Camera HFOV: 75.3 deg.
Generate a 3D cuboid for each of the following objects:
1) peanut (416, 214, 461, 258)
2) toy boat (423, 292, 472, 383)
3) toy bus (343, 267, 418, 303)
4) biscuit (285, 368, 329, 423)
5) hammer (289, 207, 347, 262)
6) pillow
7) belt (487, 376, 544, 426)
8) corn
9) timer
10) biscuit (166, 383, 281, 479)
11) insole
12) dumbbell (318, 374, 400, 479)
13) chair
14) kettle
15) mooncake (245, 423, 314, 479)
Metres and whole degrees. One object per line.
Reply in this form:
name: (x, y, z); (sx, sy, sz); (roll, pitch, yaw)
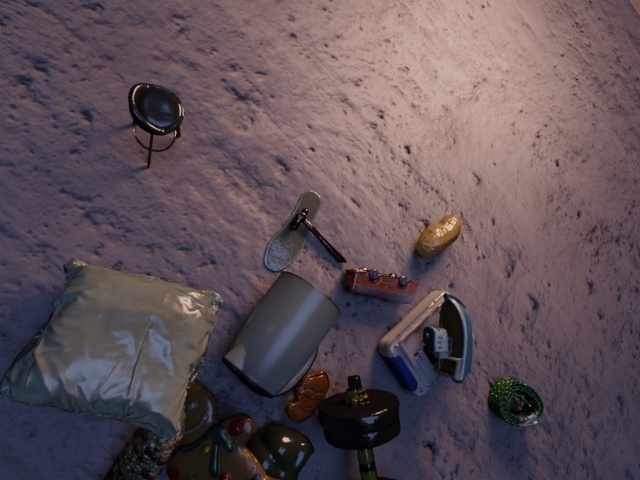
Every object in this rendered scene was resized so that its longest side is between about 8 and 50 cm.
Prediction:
peanut: (0.330, -0.016, 1.147); (0.174, 0.080, 0.080); (-37, 98, -27)
toy boat: (0.308, 0.237, 1.009); (0.102, 0.088, 0.215); (8, 82, -22)
toy bus: (0.153, 0.114, 1.058); (0.192, 0.065, 0.077); (13, 89, -22)
biscuit: (-0.025, 0.355, 0.945); (0.130, 0.019, 0.102); (-53, 134, -18)
hammer: (0.000, 0.000, 1.026); (0.178, 0.021, 0.065); (46, 67, -17)
pillow: (-0.357, 0.187, 0.750); (0.310, 0.138, 0.283); (19, 52, -19)
belt: (0.554, 0.461, 1.186); (0.151, 0.079, 0.121); (25, 84, -8)
corn: (-0.348, 0.434, 0.762); (0.086, 0.086, 0.253); (34, 87, -16)
timer: (0.287, 0.266, 1.088); (0.253, 0.078, 0.178); (-38, 99, -24)
biscuit: (-0.207, 0.422, 0.808); (0.197, 0.049, 0.301); (-33, 77, -2)
insole: (-0.061, -0.024, 1.011); (0.080, 0.003, 0.232); (35, 71, -16)
dumbbell: (0.103, 0.496, 0.919); (0.185, 0.185, 0.388); (-7, 87, -25)
chair: (-0.316, -0.227, 0.808); (0.095, 0.221, 0.104); (-22, 93, -21)
kettle: (-0.076, 0.223, 0.901); (0.236, 0.161, 0.221); (-53, 135, -20)
mooncake: (-0.089, 0.488, 0.879); (0.169, 0.104, 0.175); (-10, 90, -30)
